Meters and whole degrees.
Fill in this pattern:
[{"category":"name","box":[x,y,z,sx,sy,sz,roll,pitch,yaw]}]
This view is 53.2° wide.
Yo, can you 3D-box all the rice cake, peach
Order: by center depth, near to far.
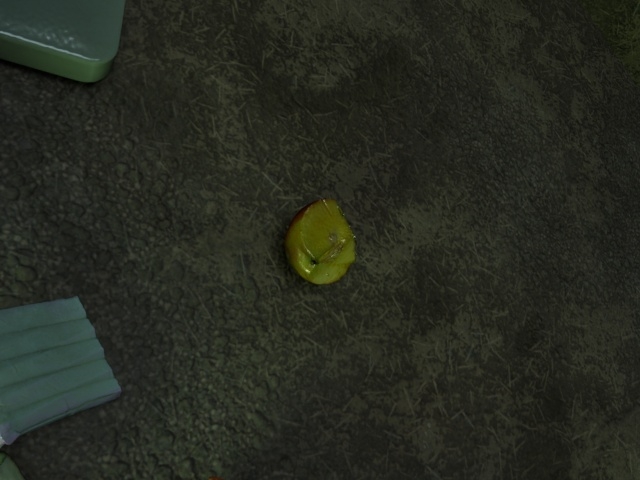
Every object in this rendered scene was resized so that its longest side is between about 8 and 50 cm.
[{"category":"rice cake","box":[-0.387,0.168,0.868,0.198,0.037,0.189,-23,86,-57]},{"category":"peach","box":[-0.008,-0.001,1.148,0.151,0.118,0.151,-20,122,-36]}]

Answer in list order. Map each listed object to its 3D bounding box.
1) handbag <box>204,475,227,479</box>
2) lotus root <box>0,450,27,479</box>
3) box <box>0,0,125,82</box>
[{"category":"handbag","box":[0.003,0.511,0.911,0.410,0.116,0.303,19,36,-24]},{"category":"lotus root","box":[-0.423,0.370,0.740,0.138,0.119,0.235,53,42,-24]},{"category":"box","box":[-0.505,-0.466,1.041,0.373,0.090,0.367,12,65,-26]}]
